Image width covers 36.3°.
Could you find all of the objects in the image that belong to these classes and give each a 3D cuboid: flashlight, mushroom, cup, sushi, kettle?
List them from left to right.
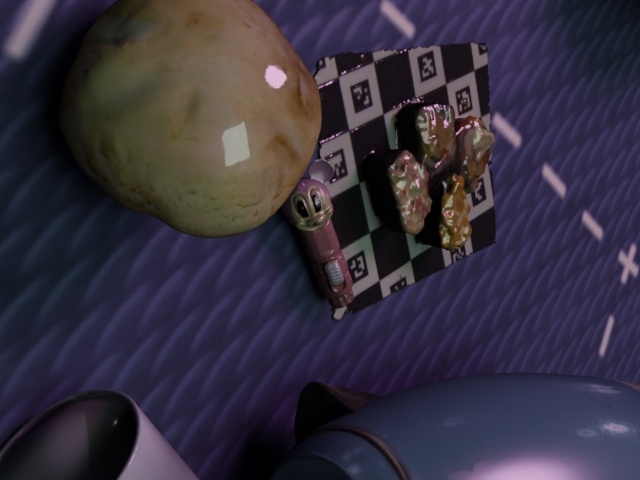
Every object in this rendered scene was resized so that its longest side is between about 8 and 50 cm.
[{"bbox_3d":[-0.125,0.163,0.539,0.099,0.136,0.133,-85,151,-50],"label":"cup"},{"bbox_3d":[-0.069,-0.072,0.533,0.148,0.148,0.112,-57,170,-24],"label":"mushroom"},{"bbox_3d":[0.000,0.000,0.669,0.052,0.031,0.110,-24,118,-6],"label":"flashlight"},{"bbox_3d":[0.087,-0.055,0.747,0.210,0.040,0.193,-19,109,-43],"label":"sushi"},{"bbox_3d":[0.116,0.236,0.645,0.342,0.247,0.320,13,43,-42],"label":"kettle"}]
